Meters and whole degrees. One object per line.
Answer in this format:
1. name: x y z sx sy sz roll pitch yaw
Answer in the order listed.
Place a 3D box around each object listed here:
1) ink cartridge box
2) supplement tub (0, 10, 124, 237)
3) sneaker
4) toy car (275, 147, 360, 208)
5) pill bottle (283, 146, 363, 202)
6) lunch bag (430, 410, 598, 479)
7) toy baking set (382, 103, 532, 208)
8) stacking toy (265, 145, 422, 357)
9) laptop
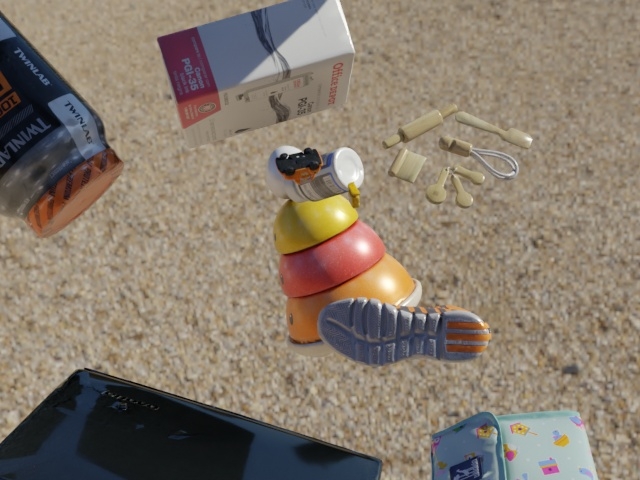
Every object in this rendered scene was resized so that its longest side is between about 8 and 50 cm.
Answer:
1. ink cartridge box: -0.098 -0.266 1.466 0.283 0.117 0.207 -17 -13 -7
2. supplement tub: -0.426 -0.167 1.248 0.193 0.316 0.193 -44 1 1
3. sneaker: 0.160 0.176 1.768 0.321 0.125 0.180 7 -1 10
4. toy car: -0.005 -0.067 1.143 0.060 0.041 0.122 -27 50 -20
5. pill bottle: 0.003 -0.112 1.656 0.137 0.078 0.078 -14 18 44
6. lunch bag: 0.308 0.401 1.512 0.262 0.160 0.223 0 42 2
7. toy baking set: 0.239 -0.153 1.646 0.256 0.030 0.197 -34 70 -20
8. stacking toy: 0.000 0.000 2.198 0.350 0.480 0.350 -24 9 4
9. laptop: -0.163 0.350 0.927 0.381 0.236 0.408 16 72 4
